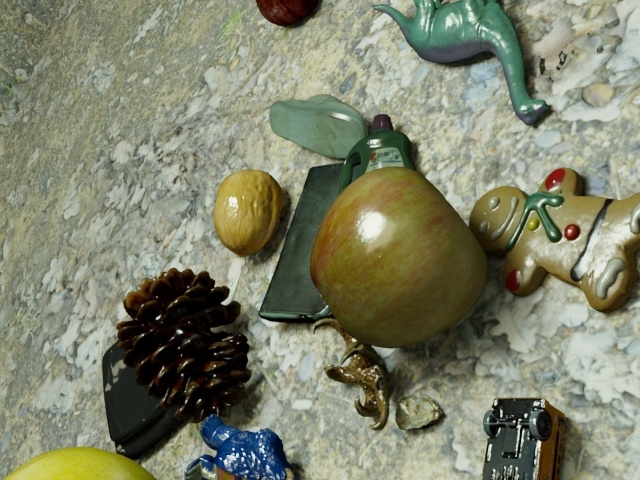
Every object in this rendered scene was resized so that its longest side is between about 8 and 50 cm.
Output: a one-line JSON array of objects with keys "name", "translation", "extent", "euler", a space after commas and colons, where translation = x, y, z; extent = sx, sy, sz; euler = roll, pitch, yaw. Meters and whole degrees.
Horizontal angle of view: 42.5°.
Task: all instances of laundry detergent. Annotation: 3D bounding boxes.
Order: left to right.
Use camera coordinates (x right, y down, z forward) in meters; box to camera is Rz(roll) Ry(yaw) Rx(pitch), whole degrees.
[{"name": "laundry detergent", "translation": [0.097, -0.125, 1.437], "extent": [0.144, 0.078, 0.222], "euler": [-16, 56, 22]}]

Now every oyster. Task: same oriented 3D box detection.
[{"name": "oyster", "translation": [0.146, 0.254, 1.206], "extent": [0.083, 0.019, 0.054], "euler": [-17, 55, 45]}]

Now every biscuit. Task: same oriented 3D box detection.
[{"name": "biscuit", "translation": [0.321, -0.011, 1.150], "extent": [0.301, 0.049, 0.197], "euler": [22, 83, 53]}]

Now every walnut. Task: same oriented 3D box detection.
[{"name": "walnut", "translation": [-0.146, -0.056, 1.627], "extent": [0.144, 0.144, 0.180], "euler": [4, 79, 50]}]

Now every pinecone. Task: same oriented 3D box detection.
[{"name": "pinecone", "translation": [-0.236, 0.198, 1.506], "extent": [0.246, 0.246, 0.292], "euler": [-48, 56, 17]}]

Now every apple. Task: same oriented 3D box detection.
[{"name": "apple", "translation": [0.105, 0.028, 1.196], "extent": [0.233, 0.257, 0.257], "euler": [-35, 43, 8]}]

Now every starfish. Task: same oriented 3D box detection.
[{"name": "starfish", "translation": [0.058, 0.201, 1.249], "extent": [0.074, 0.146, 0.190], "euler": [-20, 36, -16]}]

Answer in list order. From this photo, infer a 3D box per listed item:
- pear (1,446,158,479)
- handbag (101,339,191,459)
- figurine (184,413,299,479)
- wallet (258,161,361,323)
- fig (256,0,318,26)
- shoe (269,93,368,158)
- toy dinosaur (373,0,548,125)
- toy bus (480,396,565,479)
[{"name": "pear", "translation": [-0.419, 0.535, 1.402], "extent": [0.418, 0.362, 0.363], "euler": [16, 80, 52]}, {"name": "handbag", "translation": [-0.354, 0.285, 1.706], "extent": [0.244, 0.088, 0.275], "euler": [-39, 42, 21]}, {"name": "figurine", "translation": [-0.097, 0.385, 1.335], "extent": [0.262, 0.120, 0.164], "euler": [32, 100, 35]}, {"name": "wallet", "translation": [0.000, 0.000, 1.500], "extent": [0.172, 0.045, 0.318], "euler": [-5, 60, 41]}, {"name": "fig", "translation": [-0.080, -0.569, 1.853], "extent": [0.149, 0.202, 0.148], "euler": [6, 84, 13]}, {"name": "shoe", "translation": [0.009, -0.233, 1.611], "extent": [0.251, 0.103, 0.100], "euler": [18, 38, 39]}, {"name": "toy dinosaur", "translation": [0.223, -0.317, 1.420], "extent": [0.383, 0.129, 0.331], "euler": [-10, 69, 46]}, {"name": "toy bus", "translation": [0.247, 0.295, 1.011], "extent": [0.083, 0.088, 0.195], "euler": [-10, 58, 46]}]
